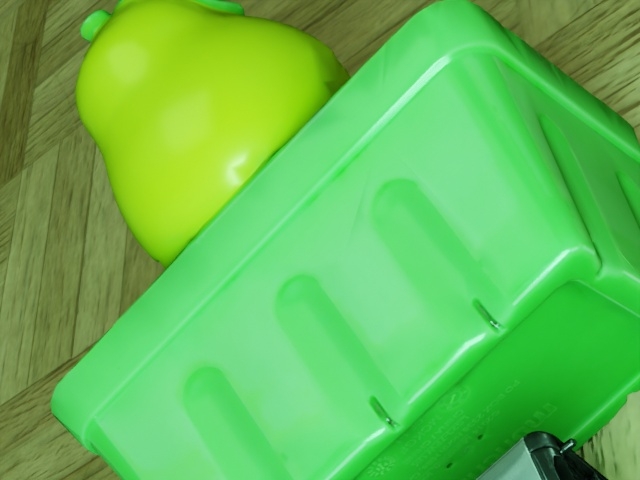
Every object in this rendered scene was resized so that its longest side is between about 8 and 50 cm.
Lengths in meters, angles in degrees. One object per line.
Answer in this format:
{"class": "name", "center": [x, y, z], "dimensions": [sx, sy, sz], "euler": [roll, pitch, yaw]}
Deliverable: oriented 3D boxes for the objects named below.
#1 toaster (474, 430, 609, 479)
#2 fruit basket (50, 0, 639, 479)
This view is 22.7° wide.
{"class": "toaster", "center": [0.135, 0.197, 0.762], "dimensions": [0.110, 0.186, 0.168], "euler": [-42, 36, 13]}
{"class": "fruit basket", "center": [0.000, 0.000, 1.008], "dimensions": [0.392, 0.283, 0.392], "euler": [-17, 62, 34]}
